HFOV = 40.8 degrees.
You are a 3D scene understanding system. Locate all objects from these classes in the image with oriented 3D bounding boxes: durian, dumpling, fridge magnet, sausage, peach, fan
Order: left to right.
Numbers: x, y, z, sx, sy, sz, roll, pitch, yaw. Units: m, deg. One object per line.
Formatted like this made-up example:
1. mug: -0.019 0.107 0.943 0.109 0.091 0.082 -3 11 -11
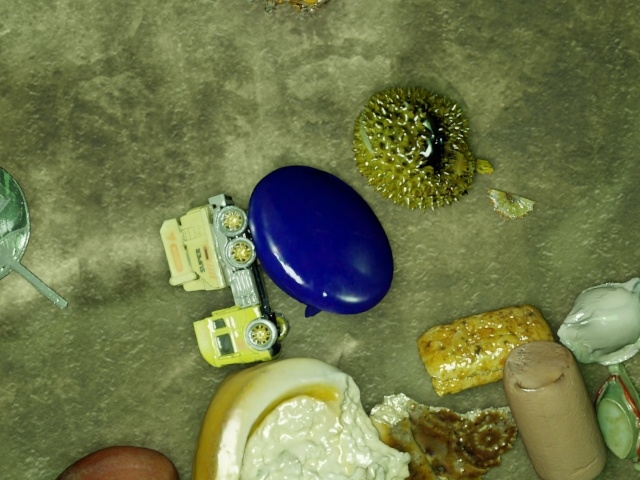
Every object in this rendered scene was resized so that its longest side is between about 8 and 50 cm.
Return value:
1. fan: -0.579 0.018 1.446 0.223 0.012 0.294 -23 88 1
2. peach: -0.318 0.447 1.332 0.252 0.252 0.253 0 89 1
3. fridge magnet: 0.000 0.000 1.340 0.265 0.265 0.112 49 129 1
4. durian: 0.166 -0.145 1.373 0.237 0.138 0.194 11 89 0
5. sausage: 0.355 0.260 1.316 0.123 0.123 0.253 -26 127 1
6. dumpling: 0.467 0.136 1.388 0.187 0.108 0.127 -24 115 -13

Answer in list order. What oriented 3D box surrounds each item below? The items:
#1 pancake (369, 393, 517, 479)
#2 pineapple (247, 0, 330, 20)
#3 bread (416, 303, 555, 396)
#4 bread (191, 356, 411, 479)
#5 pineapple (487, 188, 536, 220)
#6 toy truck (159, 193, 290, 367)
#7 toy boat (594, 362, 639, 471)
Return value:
1. pancake: 0.222 0.324 1.372 0.244 0.057 0.266 -28 112 -4
2. pineapple: -0.053 -0.506 1.289 0.300 0.352 0.352 42 90 -6
3. bread: 0.264 0.172 1.381 0.210 0.083 0.114 -17 45 1
4. bread: -0.030 0.386 1.320 0.328 0.245 0.424 -17 90 -10
5. pineapple: 0.313 -0.057 1.428 0.083 0.019 0.045 19 87 -2
6. toy truck: -0.158 0.069 1.383 0.157 0.124 0.272 -15 88 7
7. toy boat: 0.491 0.293 1.397 0.089 0.071 0.185 -15 89 43
